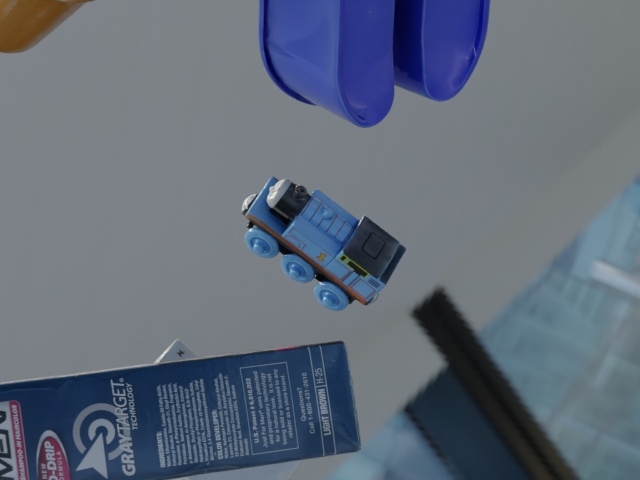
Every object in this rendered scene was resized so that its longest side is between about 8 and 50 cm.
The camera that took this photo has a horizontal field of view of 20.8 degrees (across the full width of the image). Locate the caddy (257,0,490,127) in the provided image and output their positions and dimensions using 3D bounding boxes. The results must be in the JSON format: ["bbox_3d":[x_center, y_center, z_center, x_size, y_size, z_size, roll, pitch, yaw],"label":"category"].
[{"bbox_3d":[0.050,-0.292,1.925,0.241,0.179,0.341,-20,-52,-31],"label":"caddy"}]

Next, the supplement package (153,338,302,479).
[{"bbox_3d":[-0.167,0.260,1.884,0.203,0.194,0.149,-47,1,37],"label":"supplement package"}]

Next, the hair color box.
[{"bbox_3d":[-0.158,0.164,1.552,0.174,0.347,0.105,156,107,-69],"label":"hair color box"}]

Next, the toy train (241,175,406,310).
[{"bbox_3d":[0.000,0.000,1.920,0.105,0.184,0.080,-45,9,50],"label":"toy train"}]

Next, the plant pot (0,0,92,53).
[{"bbox_3d":[-0.321,-0.309,1.895,0.188,0.205,0.205,-46,-3,40],"label":"plant pot"}]
